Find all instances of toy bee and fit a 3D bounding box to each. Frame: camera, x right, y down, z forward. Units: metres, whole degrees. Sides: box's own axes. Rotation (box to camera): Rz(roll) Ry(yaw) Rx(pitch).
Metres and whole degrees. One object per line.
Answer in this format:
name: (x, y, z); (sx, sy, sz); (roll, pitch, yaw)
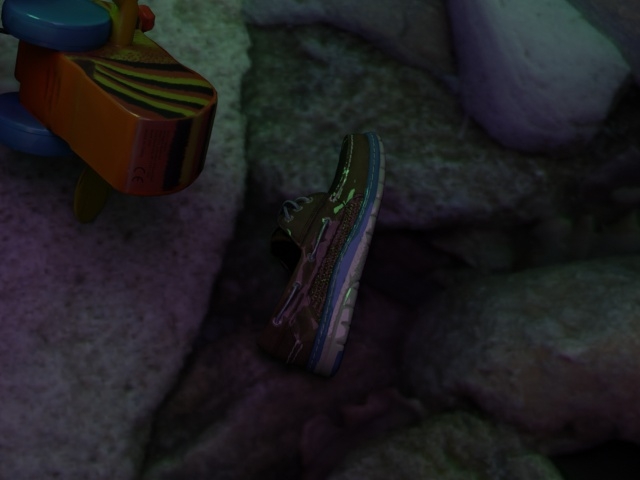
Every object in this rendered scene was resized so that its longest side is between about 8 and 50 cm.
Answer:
toy bee: (-0.152, -0.131, 1.089); (0.162, 0.195, 0.298); (-13, 56, -45)

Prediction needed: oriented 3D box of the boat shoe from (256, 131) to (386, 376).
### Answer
boat shoe: (0.000, 0.000, 1.116); (0.066, 0.066, 0.183); (15, 63, -5)
